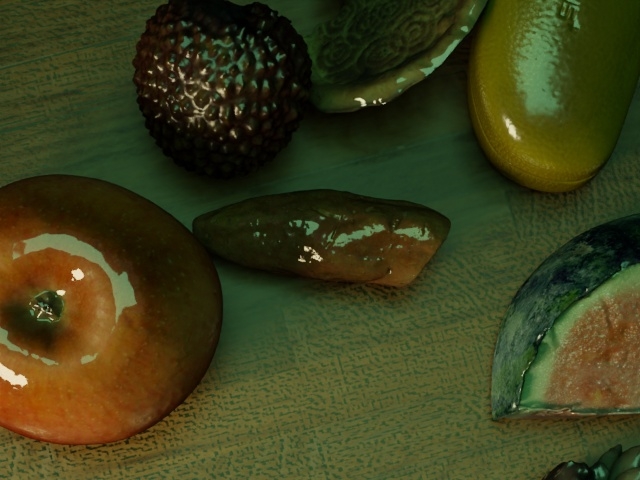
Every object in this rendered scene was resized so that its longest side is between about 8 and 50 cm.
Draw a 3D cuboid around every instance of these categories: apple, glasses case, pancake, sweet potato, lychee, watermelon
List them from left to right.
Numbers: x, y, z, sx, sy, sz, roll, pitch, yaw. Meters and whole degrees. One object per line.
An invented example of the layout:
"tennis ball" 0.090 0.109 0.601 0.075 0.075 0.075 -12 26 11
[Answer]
"apple" -0.230 0.062 1.572 0.272 0.206 0.251 37 81 6
"lychee" -0.097 -0.149 1.645 0.188 0.188 0.188 1 76 -2
"sweet potato" 0.000 0.000 1.655 0.251 0.097 0.097 1 76 2
"pancake" 0.068 -0.221 1.689 0.212 0.029 0.235 11 64 40
"glasses case" 0.251 -0.241 1.697 0.173 0.141 0.371 19 76 3
"watermelon" 0.311 0.090 1.625 0.318 0.148 0.226 -36 88 -8

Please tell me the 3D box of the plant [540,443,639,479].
"plant" 0.244 0.270 1.578 0.194 0.132 0.129 -35 83 -5
